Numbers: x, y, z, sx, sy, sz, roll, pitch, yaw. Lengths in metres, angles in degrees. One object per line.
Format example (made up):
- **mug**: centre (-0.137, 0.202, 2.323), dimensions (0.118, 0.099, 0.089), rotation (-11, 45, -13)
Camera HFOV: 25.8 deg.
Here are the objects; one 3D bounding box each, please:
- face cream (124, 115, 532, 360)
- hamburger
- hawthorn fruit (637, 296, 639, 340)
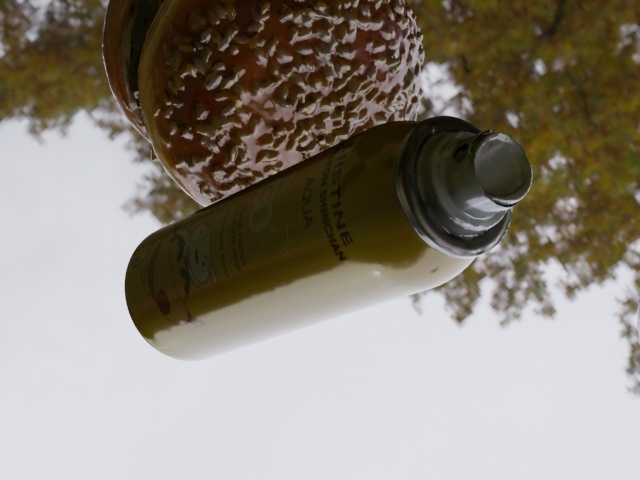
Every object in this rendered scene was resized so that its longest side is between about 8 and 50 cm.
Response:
- **face cream**: centre (0.000, 0.000, 0.898), dimensions (0.348, 0.105, 0.105), rotation (-21, -144, 51)
- **hamburger**: centre (-0.045, -0.158, 1.250), dimensions (0.291, 0.291, 0.225), rotation (-43, -143, -5)
- **hawthorn fruit**: centre (0.503, 0.102, 1.517), dimensions (0.277, 0.277, 0.298), rotation (-32, -124, 11)
